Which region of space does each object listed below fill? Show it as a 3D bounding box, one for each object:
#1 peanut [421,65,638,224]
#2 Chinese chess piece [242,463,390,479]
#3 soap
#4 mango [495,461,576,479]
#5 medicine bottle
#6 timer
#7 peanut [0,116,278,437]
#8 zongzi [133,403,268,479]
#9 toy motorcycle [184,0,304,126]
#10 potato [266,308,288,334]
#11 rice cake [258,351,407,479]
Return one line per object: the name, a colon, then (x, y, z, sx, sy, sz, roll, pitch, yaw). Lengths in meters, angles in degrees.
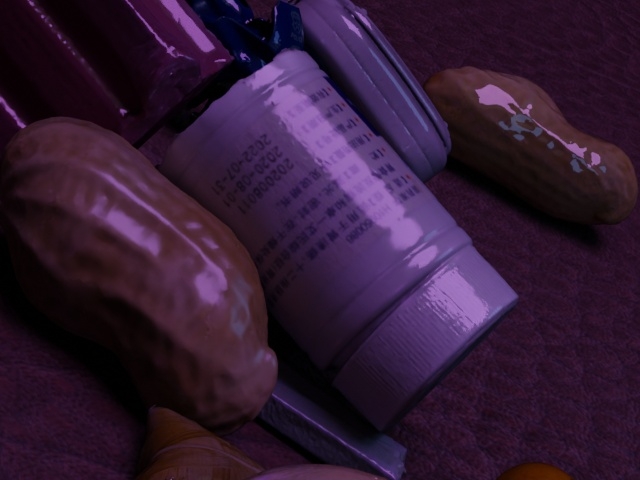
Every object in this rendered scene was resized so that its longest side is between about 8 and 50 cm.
peanut: (0.271, -0.128, 2.568, 0.319, 0.147, 0.147, 27, 26, -4)
Chinese chess piece: (0.008, 0.288, 1.406, 0.270, 0.270, 0.112, 32, 40, 0)
soap: (-0.287, -0.230, 1.931, 0.359, 0.233, 0.128, 50, 25, 0)
mango: (0.210, 0.281, 1.845, 0.115, 0.090, 0.178, 16, 31, -14)
medicine bottle: (0.019, 0.001, 1.873, 0.332, 0.190, 0.190, 50, 29, 8)
timer: (0.050, -0.188, 2.336, 0.262, 0.087, 0.237, 53, -3, -16)
peanut: (-0.162, 0.022, 1.789, 0.340, 0.158, 0.174, 36, 42, 13)
zongzi: (-0.071, 0.215, 1.652, 0.194, 0.099, 0.197, 27, 19, -12)
toy motorcycle: (-0.142, -0.243, 2.228, 0.331, 0.196, 0.125, 49, 13, 18)
potato: (0.000, 0.066, 2.002, 0.122, 0.086, 0.061, 30, 40, -8)
rice cake: (-0.012, 0.161, 1.862, 0.222, 0.042, 0.080, 35, 22, 7)
